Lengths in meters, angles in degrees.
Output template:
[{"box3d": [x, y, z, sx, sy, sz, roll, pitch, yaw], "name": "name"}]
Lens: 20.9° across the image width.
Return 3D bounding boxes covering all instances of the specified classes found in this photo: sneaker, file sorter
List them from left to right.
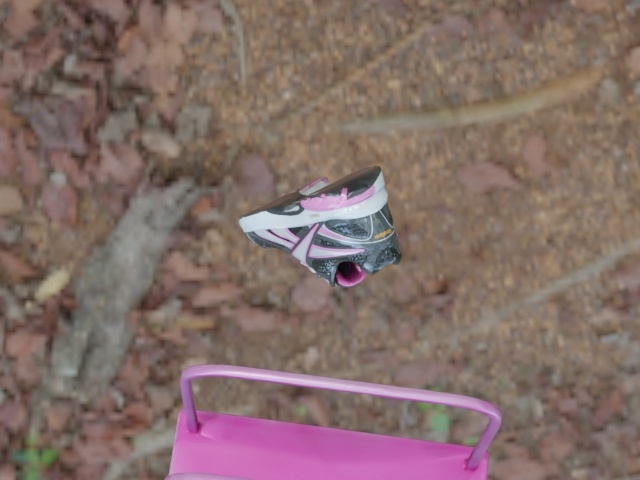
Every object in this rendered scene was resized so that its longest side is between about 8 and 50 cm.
[{"box3d": [-0.007, 0.232, 1.000, 0.202, 0.290, 0.182, 7, 161, 1], "name": "file sorter"}, {"box3d": [0.000, 0.000, 1.254, 0.072, 0.178, 0.077, -26, 97, -21], "name": "sneaker"}]
